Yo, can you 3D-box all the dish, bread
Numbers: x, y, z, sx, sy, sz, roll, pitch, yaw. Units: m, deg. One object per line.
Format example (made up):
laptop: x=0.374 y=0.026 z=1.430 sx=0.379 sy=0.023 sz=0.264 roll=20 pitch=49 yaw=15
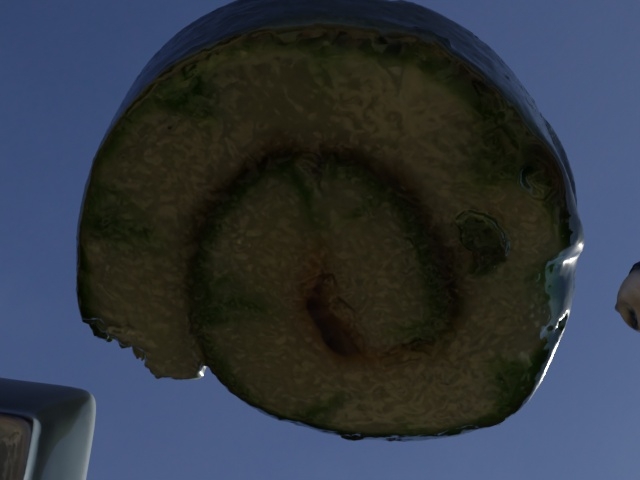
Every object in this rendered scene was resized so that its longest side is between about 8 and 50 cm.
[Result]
dish: x=-0.297 y=0.166 z=1.054 sx=0.243 sy=0.182 sz=0.080 roll=9 pitch=-27 yaw=-5
bread: x=0.000 y=0.000 z=1.072 sx=0.382 sy=0.129 sz=0.366 roll=-23 pitch=-67 yaw=15

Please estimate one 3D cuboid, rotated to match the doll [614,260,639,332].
doll: x=0.192 y=0.017 z=0.672 sx=0.091 sy=0.067 sz=0.219 roll=53 pitch=-23 yaw=22
